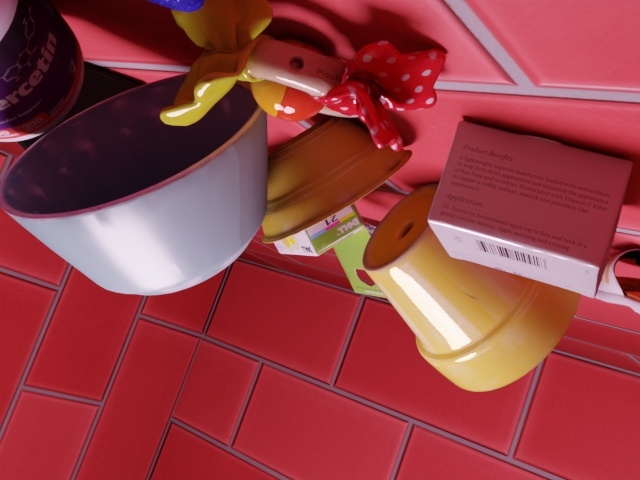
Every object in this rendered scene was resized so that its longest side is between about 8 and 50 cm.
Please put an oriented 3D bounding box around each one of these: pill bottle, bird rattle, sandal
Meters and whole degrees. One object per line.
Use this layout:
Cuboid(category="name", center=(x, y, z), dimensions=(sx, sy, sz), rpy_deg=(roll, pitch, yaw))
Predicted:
Cuboid(category="pill bottle", center=(-0.379, -0.227, 0.838), dimensions=(0.182, 0.181, 0.323), rpy_deg=(20, 173, 3))
Cuboid(category="bird rattle", center=(-0.017, -0.163, 0.760), dimensions=(0.254, 0.143, 0.207), rpy_deg=(8, -175, -4))
Cuboid(category="sandal", center=(0.439, 0.050, 1.063), dimensions=(0.102, 0.076, 0.265), rpy_deg=(-3, -175, -3))

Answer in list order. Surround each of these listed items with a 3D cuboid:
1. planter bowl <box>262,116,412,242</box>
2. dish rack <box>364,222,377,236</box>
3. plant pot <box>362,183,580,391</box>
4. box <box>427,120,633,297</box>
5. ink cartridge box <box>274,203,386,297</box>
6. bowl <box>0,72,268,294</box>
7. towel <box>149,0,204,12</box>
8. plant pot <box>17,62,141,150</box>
Cuboid(category="planter bowl", center=(-0.003, -0.091, 0.989), dimensions=(0.090, 0.217, 0.217), rpy_deg=(58, 163, -11))
Cuboid(category="dish rack", center=(0.149, 0.029, 1.696), dimensions=(0.208, 0.074, 0.271), rpy_deg=(19, 172, 5))
Cuboid(category="plant pot", center=(0.201, 0.051, 1.163), dimensions=(0.239, 0.254, 0.254), rpy_deg=(40, 167, -17))
Cuboid(category="box", center=(0.231, -0.030, 0.879), dimensions=(0.181, 0.119, 0.182), rpy_deg=(17, 173, 21))
Cuboid(category="ink cartridge box", center=(0.000, 0.000, 1.276), dimensions=(0.255, 0.097, 0.189), rpy_deg=(63, 162, -10))
Cuboid(category="bowl", center=(-0.184, -0.054, 0.922), dimensions=(0.312, 0.311, 0.163), rpy_deg=(13, 135, 43))
Cuboid(category="towel", center=(-0.210, -0.230, 0.510), dimensions=(0.308, 0.076, 0.227), rpy_deg=(22, -164, -8))
Cuboid(category="plant pot", center=(-0.377, -0.180, 1.245), dimensions=(0.167, 0.188, 0.187), rpy_deg=(34, 172, -1))
